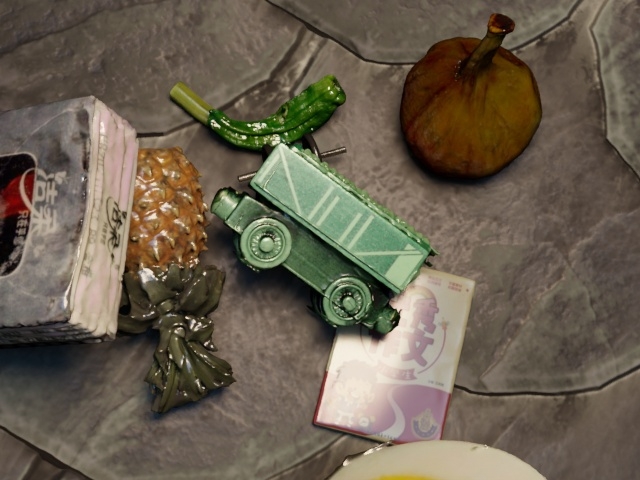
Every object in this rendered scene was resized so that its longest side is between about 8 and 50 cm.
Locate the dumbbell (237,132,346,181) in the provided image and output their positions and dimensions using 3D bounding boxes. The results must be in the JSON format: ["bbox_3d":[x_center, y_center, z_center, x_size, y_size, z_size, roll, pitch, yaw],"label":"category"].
[{"bbox_3d":[-0.036,-0.099,1.168,0.147,0.069,0.069,-17,79,-10],"label":"dumbbell"}]

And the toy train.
[{"bbox_3d":[0.000,0.000,1.093,0.269,0.115,0.154,36,84,-6],"label":"toy train"}]

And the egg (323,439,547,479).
[{"bbox_3d":[0.137,0.392,0.994,0.337,0.201,0.337,-8,38,6],"label":"egg"}]

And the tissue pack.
[{"bbox_3d":[-0.384,-0.008,1.009,0.361,0.122,0.259,-5,72,22],"label":"tissue pack"}]

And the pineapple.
[{"bbox_3d":[-0.195,0.048,1.083,0.170,0.141,0.310,-11,84,-34],"label":"pineapple"}]

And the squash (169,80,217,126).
[{"bbox_3d":[-0.160,-0.174,1.194,0.083,0.027,0.027,39,75,3],"label":"squash"}]

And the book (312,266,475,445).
[{"bbox_3d":[0.096,0.140,1.148,0.162,0.022,0.232,16,76,-2],"label":"book"}]

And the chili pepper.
[{"bbox_3d":[-0.054,-0.161,1.183,0.182,0.073,0.050,-20,55,-5],"label":"chili pepper"}]

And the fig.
[{"bbox_3d":[0.191,-0.209,1.124,0.190,0.290,0.191,-2,53,3],"label":"fig"}]
